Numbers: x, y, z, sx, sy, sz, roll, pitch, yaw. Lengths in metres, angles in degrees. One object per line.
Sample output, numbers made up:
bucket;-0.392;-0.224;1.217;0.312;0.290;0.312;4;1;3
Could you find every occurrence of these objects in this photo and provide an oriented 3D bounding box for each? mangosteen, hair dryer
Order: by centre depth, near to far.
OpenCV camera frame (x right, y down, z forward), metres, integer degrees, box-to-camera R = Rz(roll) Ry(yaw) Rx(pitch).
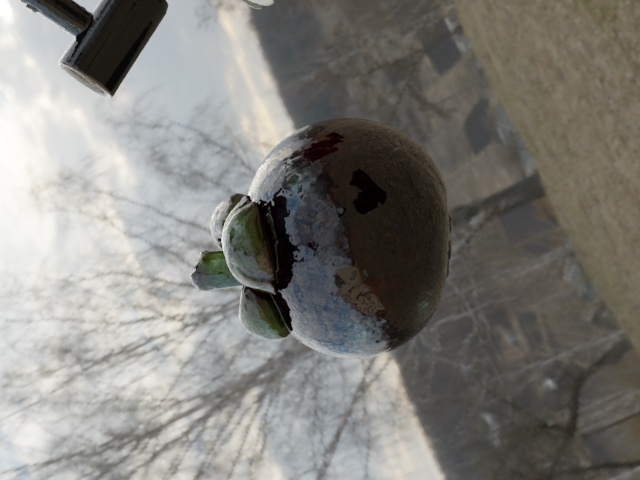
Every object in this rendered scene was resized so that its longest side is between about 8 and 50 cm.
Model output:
hair dryer;-0.295;-0.278;1.050;0.255;0.128;0.070;36;172;-18
mangosteen;0.014;-0.006;1.186;0.300;0.300;0.300;63;-174;-13

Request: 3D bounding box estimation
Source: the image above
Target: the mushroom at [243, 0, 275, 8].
mushroom;-0.088;-0.468;1.159;0.137;0.154;0.407;93;-174;-68
